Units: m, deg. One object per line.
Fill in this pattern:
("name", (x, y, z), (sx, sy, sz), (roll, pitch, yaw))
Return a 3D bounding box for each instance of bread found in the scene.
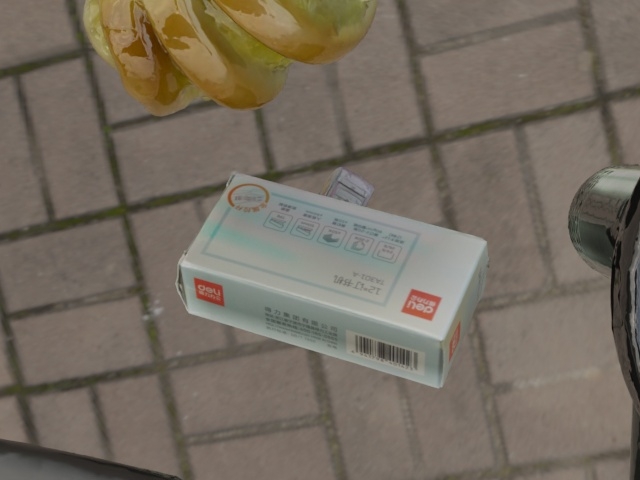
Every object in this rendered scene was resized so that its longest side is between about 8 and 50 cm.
("bread", (-0.070, -0.233, 1.203), (0.211, 0.316, 0.270), (41, 122, -16))

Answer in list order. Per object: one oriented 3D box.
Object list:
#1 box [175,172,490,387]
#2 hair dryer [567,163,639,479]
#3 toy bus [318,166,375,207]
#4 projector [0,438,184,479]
("box", (0.012, 0.032, 1.263), (0.269, 0.135, 0.079), (15, 140, 16))
("hair dryer", (0.185, 0.088, 0.540), (0.155, 0.320, 0.284), (-16, 86, -1))
("toy bus", (0.000, 0.000, 1.441), (0.057, 0.072, 0.172), (32, 66, -7))
("projector", (-0.263, 0.314, 0.822), (0.405, 0.242, 0.395), (9, 71, 13))
